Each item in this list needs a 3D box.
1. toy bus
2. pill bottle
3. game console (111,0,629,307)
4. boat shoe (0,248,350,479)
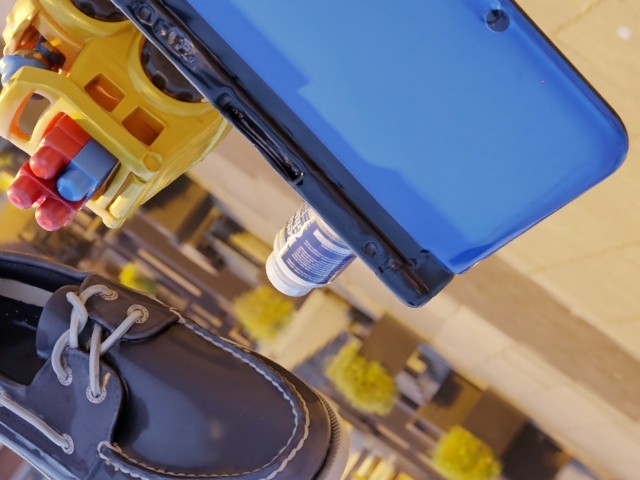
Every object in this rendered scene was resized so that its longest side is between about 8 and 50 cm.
[{"bbox_3d":[-0.212,-0.117,1.240,0.220,0.211,0.149,42,143,-2],"label":"toy bus"},{"bbox_3d":[0.000,0.000,1.744,0.094,0.094,0.169,36,137,-6],"label":"pill bottle"},{"bbox_3d":[0.020,-0.122,0.870,0.293,0.173,0.250,47,-169,-7],"label":"game console"},{"bbox_3d":[-0.085,0.046,0.496,0.206,0.075,0.065,16,153,34],"label":"boat shoe"}]
